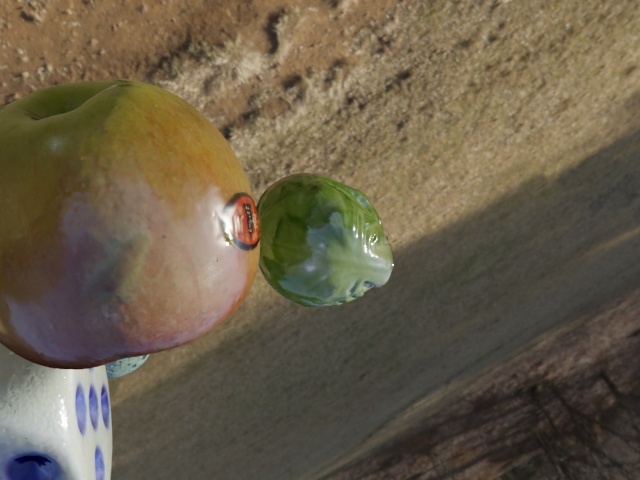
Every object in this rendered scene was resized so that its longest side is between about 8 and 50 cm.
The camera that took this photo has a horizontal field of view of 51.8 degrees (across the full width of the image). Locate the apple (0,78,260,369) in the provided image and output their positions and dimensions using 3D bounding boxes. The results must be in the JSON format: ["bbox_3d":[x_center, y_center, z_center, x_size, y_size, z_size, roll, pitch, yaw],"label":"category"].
[{"bbox_3d":[-0.235,-0.034,0.756,0.339,0.304,0.338,-11,-167,3],"label":"apple"}]

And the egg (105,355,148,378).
[{"bbox_3d":[-0.511,0.285,1.709,0.164,0.131,0.131,-62,175,-28],"label":"egg"}]

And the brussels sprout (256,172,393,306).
[{"bbox_3d":[0.000,0.000,1.091,0.244,0.244,0.244,-26,160,-10],"label":"brussels sprout"}]

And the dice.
[{"bbox_3d":[-0.468,0.265,0.970,0.277,0.304,0.304,-5,123,-12],"label":"dice"}]
